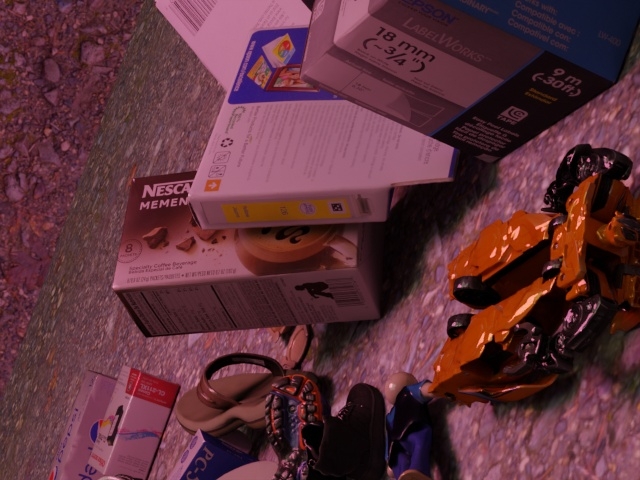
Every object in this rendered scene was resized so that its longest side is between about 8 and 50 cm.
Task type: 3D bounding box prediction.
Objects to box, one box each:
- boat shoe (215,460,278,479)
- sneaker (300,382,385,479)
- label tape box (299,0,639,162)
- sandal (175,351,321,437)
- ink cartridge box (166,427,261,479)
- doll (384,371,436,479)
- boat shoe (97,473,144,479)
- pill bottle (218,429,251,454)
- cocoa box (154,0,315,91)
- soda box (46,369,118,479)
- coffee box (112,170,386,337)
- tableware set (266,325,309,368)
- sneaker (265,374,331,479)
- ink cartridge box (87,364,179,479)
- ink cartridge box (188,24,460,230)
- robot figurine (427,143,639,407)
[{"bbox_3d":[-0.124,0.356,1.792,0.227,0.081,0.079,-36,28,10],"label":"boat shoe"},{"bbox_3d":[0.021,0.205,1.564,0.051,0.089,0.170,-56,23,32],"label":"sneaker"},{"bbox_3d":[0.159,-0.216,1.406,0.334,0.241,0.106,-35,37,58],"label":"label tape box"},{"bbox_3d":[-0.098,0.182,1.850,0.120,0.086,0.303,-39,10,-30],"label":"sandal"},{"bbox_3d":[-0.165,0.351,1.848,0.207,0.097,0.046,-57,19,5],"label":"ink cartridge box"},{"bbox_3d":[0.090,0.194,1.456,0.189,0.046,0.129,-90,19,-60],"label":"doll"},{"bbox_3d":[-0.327,0.499,2.191,0.114,0.091,0.302,25,93,27],"label":"boat shoe"},{"bbox_3d":[-0.137,0.303,1.917,0.116,0.065,0.065,-60,21,24],"label":"pill bottle"},{"bbox_3d":[-0.008,-0.366,1.916,0.228,0.231,0.347,-31,-12,-44],"label":"cocoa box"},{"bbox_3d":[-0.400,0.372,2.510,0.098,0.091,0.286,-1,69,68],"label":"soda box"},{"bbox_3d":[-0.080,0.007,1.730,0.119,0.297,0.168,64,-154,-52],"label":"coffee box"},{"bbox_3d":[-0.025,0.084,1.918,0.168,0.020,0.141,-65,20,9],"label":"tableware set"},{"bbox_3d":[-0.012,0.263,1.625,0.083,0.087,0.221,-2,76,27],"label":"sneaker"},{"bbox_3d":[-0.302,0.298,2.354,0.127,0.072,0.175,0,70,69],"label":"ink cartridge box"},{"bbox_3d":[0.031,-0.142,1.691,0.072,0.307,0.303,73,-156,-42],"label":"ink cartridge box"},{"bbox_3d":[0.196,0.040,1.278,0.291,0.085,0.211,-38,36,57],"label":"robot figurine"}]
